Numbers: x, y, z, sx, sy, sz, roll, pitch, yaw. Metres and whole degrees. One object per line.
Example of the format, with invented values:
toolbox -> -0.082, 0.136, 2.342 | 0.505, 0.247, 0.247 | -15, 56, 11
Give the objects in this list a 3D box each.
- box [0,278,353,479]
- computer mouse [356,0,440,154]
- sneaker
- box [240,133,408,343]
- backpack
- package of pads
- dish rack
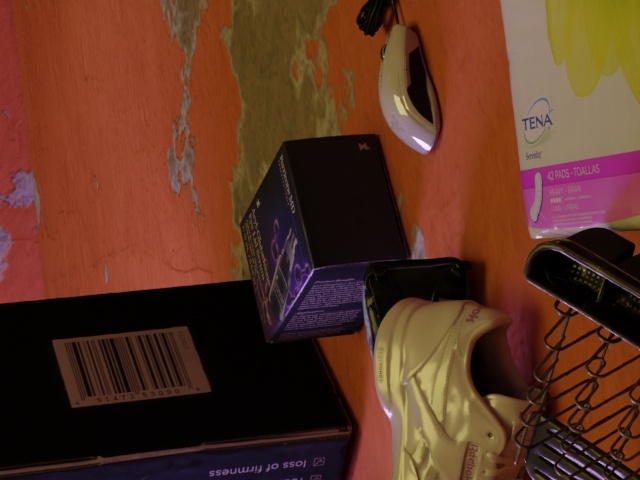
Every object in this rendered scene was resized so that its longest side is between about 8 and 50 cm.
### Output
box -> -0.255, 0.326, 2.266 | 0.297, 0.479, 0.472 | -116, 28, -47
computer mouse -> 0.073, -0.175, 1.851 | 0.106, 0.042, 0.193 | 124, 137, -60
sneaker -> 0.131, 0.201, 1.668 | 0.152, 0.114, 0.305 | -6, 94, 41
box -> 0.000, 0.000, 2.010 | 0.207, 0.108, 0.153 | 120, 141, -59
backpack -> 0.094, 0.075, 1.784 | 0.084, 0.105, 0.114 | -70, -25, -83
package of pads -> 0.230, -0.122, 1.339 | 0.296, 0.101, 0.229 | 172, 92, -70
dish rack -> 0.228, 0.135, 1.342 | 0.208, 0.074, 0.272 | 34, 134, 27
